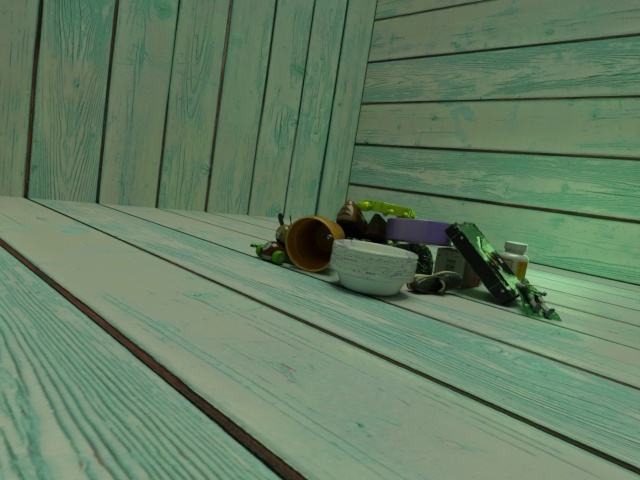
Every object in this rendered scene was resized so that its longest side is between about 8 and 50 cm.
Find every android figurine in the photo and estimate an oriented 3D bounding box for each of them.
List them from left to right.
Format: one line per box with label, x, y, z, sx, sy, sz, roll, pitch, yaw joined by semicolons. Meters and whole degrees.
android figurine;0.285;-0.130;1.939;0.248;0.056;0.273;11;7;-16

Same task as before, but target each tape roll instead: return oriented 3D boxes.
tape roll;0.408;-0.032;1.879;0.275;0.090;0.275;7;0;0

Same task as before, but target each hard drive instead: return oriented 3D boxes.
hard drive;0.623;0.078;1.729;0.237;0.064;0.339;-2;54;-55

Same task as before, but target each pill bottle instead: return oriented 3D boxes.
pill bottle;0.783;0.111;1.882;0.118;0.208;0.117;8;6;-1

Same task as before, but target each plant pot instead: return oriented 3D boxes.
plant pot;0.000;0.000;1.741;0.205;0.205;0.188;11;14;23

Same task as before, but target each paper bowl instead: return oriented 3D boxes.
paper bowl;0.171;0.091;1.513;0.284;0.148;0.284;8;6;-1

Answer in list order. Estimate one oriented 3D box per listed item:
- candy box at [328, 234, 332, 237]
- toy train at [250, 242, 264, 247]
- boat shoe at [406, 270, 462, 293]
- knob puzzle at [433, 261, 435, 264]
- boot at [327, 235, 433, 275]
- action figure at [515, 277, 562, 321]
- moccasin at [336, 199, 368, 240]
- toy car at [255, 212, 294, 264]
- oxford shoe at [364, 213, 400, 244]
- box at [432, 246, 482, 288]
candy box;0.147;0.002;2.544;0.233;0.071;0.159;6;4;24
toy train;-0.279;0.026;2.076;0.083;0.017;0.024;10;16;14
boat shoe;0.414;0.156;1.618;0.224;0.080;0.073;1;14;-21
knob puzzle;0.470;0.103;2.339;0.213;0.030;0.213;9;7;-1
boot;0.202;0.065;1.942;0.445;0.146;0.367;2;-10;44
action figure;0.731;0.189;1.582;0.137;0.063;0.232;21;21;-2
moccasin;0.176;-0.039;2.110;0.139;0.147;0.380;0;-35;32
toy car;-0.154;-0.012;1.803;0.149;0.188;0.155;4;8;-38
oxford shoe;0.325;0.005;2.085;0.123;0.130;0.348;0;-29;35
box;0.577;0.110;1.893;0.127;0.148;0.232;13;8;39
